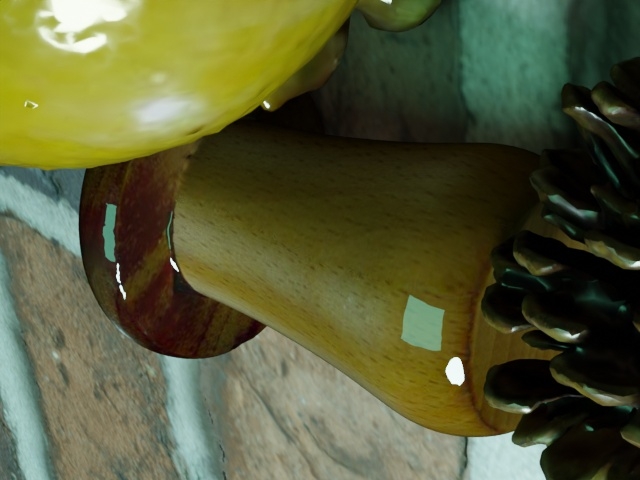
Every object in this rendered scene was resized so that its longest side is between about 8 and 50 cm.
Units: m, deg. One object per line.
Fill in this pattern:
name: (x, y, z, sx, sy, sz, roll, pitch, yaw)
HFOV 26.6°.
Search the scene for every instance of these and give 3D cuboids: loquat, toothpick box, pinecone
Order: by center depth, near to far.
pinecone: (0.163, 0.004, 0.563, 0.169, 0.185, 0.212, 22, 111, 4)
loquat: (-0.089, -0.184, 0.643, 0.359, 0.328, 0.328, 20, 154, -23)
toothpick box: (0.000, 0.000, 0.765, 0.294, 0.192, 0.192, 19, 130, 36)
